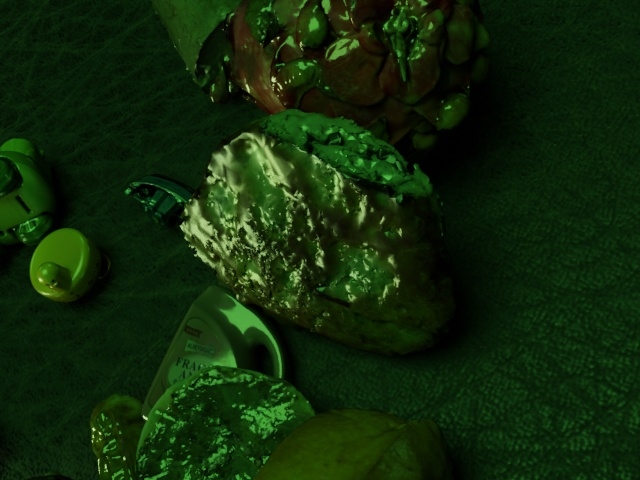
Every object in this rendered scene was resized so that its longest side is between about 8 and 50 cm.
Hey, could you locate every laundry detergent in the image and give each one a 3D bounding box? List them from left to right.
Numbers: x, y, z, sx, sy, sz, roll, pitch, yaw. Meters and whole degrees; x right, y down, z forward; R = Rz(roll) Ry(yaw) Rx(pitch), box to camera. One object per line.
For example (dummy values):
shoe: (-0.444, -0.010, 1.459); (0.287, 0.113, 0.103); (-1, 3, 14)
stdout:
laundry detergent: (-0.108, 0.149, 1.277); (0.171, 0.076, 0.237); (21, 78, 27)

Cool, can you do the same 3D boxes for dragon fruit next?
dragon fruit: (0.073, -0.211, 1.191); (0.263, 0.296, 0.314); (33, 86, 43)

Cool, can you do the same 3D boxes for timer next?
timer: (-0.366, 0.033, 1.434); (0.107, 0.109, 0.107); (-10, 65, 24)

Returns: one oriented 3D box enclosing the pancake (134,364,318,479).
pancake: (-0.102, 0.267, 1.190); (0.254, 0.037, 0.253); (0, 89, 6)

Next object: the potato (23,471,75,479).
potato: (-0.386, 0.439, 1.225); (0.285, 0.242, 0.242); (-29, 58, -3)

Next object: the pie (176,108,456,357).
pie: (0.000, 0.000, 1.164); (0.355, 0.288, 0.103); (26, 46, 17)

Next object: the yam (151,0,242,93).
yam: (-0.168, -0.362, 1.465); (0.168, 0.168, 0.304); (-35, 59, 11)

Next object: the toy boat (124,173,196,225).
toy boat: (-0.219, -0.054, 1.423); (0.137, 0.060, 0.061); (27, 62, 29)

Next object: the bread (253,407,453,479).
bread: (0.000, 0.329, 1.043); (0.194, 0.179, 0.340); (24, 97, 36)

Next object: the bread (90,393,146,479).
bread: (-0.210, 0.353, 1.243); (0.084, 0.077, 0.367); (-31, 58, 15)

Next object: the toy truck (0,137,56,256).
toy truck: (-0.486, -0.081, 1.535); (0.187, 0.148, 0.210); (-10, 45, 21)
